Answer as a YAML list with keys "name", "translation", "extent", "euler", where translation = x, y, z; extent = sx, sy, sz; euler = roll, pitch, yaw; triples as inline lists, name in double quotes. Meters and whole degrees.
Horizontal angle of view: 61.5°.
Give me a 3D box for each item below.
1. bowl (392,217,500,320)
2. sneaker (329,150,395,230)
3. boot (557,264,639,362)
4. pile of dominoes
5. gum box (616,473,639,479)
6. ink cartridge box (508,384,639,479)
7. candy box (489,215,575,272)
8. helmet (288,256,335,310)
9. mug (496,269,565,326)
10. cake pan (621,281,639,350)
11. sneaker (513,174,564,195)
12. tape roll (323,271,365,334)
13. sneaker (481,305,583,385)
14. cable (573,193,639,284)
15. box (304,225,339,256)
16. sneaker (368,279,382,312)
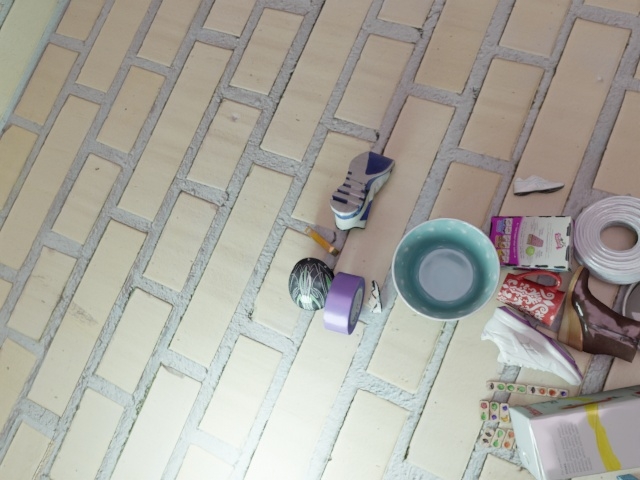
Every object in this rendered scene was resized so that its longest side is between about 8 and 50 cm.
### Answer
- name: "bowl"
  translation: [0.386, 0.098, 1.655]
  extent: [0.312, 0.163, 0.311]
  euler: [-3, 77, 14]
- name: "sneaker"
  translation: [0.124, -0.145, 1.799]
  extent: [0.128, 0.182, 0.315]
  euler: [26, 56, 16]
- name: "boot"
  translation: [0.813, 0.209, 1.548]
  extent: [0.207, 0.090, 0.248]
  euler: [12, 92, 28]
- name: "pile of dominoes"
  translation: [0.594, 0.522, 1.575]
  extent: [0.251, 0.040, 0.195]
  euler: [2, 78, 15]
- name: "gum box"
  translation: [0.839, 0.708, 1.396]
  extent: [0.041, 0.184, 0.156]
  euler: [-15, 75, 10]
- name: "ink cartridge box"
  translation: [0.723, 0.495, 1.408]
  extent: [0.385, 0.279, 0.160]
  euler: [-13, 77, 6]
- name: "candy box"
  translation: [0.634, 0.009, 1.623]
  extent: [0.234, 0.071, 0.159]
  euler: [2, 78, 36]
- name: "helmet"
  translation: [-0.028, 0.144, 1.751]
  extent: [0.170, 0.161, 0.169]
  euler: [-3, 77, 14]
- name: "mug"
  translation: [0.634, 0.155, 1.611]
  extent: [0.169, 0.113, 0.150]
  euler: [24, 89, 22]
- name: "cake pan"
  translation: [1.012, 0.216, 1.527]
  extent: [0.293, 0.054, 0.293]
  euler: [-3, 78, 14]
- name: "sneaker"
  translation: [0.688, -0.179, 1.697]
  extent: [0.152, 0.054, 0.061]
  euler: [-3, 75, 14]
- name: "tape roll"
  translation: [0.077, 0.198, 1.698]
  extent: [0.080, 0.189, 0.188]
  euler: [12, 81, 16]
- name: "sneaker"
  translation: [0.619, 0.333, 1.589]
  extent: [0.305, 0.114, 0.152]
  euler: [39, 103, 23]
- name: "cable"
  translation: [0.875, -0.005, 1.570]
  extent: [0.257, 0.089, 0.257]
  euler: [-28, 61, 11]
- name: "box"
  translation: [0.000, 0.000, 1.818]
  extent: [0.136, 0.081, 0.028]
  euler: [38, 90, 19]
- name: "sneaker"
  translation: [0.174, 0.184, 1.756]
  extent: [0.044, 0.040, 0.109]
  euler: [-9, 76, 14]
